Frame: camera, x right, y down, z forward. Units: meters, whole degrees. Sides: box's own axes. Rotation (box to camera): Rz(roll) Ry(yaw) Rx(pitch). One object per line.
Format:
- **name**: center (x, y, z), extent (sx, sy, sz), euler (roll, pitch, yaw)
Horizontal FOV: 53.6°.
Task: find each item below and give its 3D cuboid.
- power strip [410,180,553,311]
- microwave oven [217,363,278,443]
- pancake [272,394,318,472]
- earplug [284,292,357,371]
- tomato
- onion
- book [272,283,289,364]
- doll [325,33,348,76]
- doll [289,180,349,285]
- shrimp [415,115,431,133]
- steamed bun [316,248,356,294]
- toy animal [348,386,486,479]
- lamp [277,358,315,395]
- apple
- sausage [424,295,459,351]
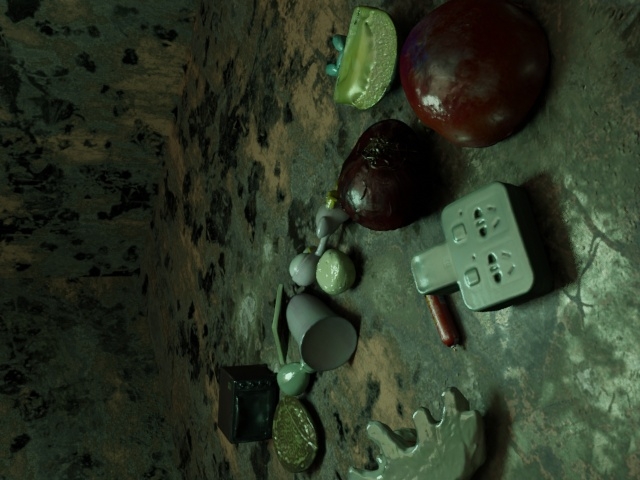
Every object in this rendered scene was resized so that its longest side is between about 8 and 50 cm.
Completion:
- **power strip**: center (0.329, 0.035, 1.294), extent (0.261, 0.141, 0.230), euler (-30, 63, 42)
- **microwave oven**: center (-0.259, 0.586, 2.279), extent (0.188, 0.178, 0.248), euler (12, 100, 61)
- **pancake**: center (-0.089, 0.624, 2.038), extent (0.250, 0.031, 0.250), euler (-2, 87, 53)
- **earplug**: center (-0.026, 0.242, 1.896), extent (0.301, 0.172, 0.172), euler (-137, 53, -62)
- **tomato**: center (0.283, -0.365, 1.278), extent (0.289, 0.176, 0.335), euler (-41, 55, 40)
- **onion**: center (0.154, -0.155, 1.509), extent (0.221, 0.281, 0.281), euler (0, 89, 18)
- **book**: center (-0.122, 0.268, 2.003), extent (0.232, 0.022, 0.162), euler (83, -169, -51)
- **doll**: center (0.078, -0.526, 1.810), extent (0.159, 0.059, 0.159), euler (58, 137, 48)
- **doll**: center (0.001, 0.001, 1.866), extent (0.365, 0.094, 0.160), euler (-63, -5, 32)
- **shrimp**: center (0.244, -0.350, 1.513), extent (0.166, 0.049, 0.161), euler (53, 131, 51)
- **steamed bun**: center (0.052, 0.091, 1.807), extent (0.112, 0.090, 0.130), euler (37, 121, 47)
- **toy animal**: center (0.248, 0.447, 1.407), extent (0.266, 0.188, 0.308), euler (22, 98, 38)
- **lamp**: center (-0.065, 0.423, 2.018), extent (0.193, 0.106, 0.106), euler (-47, 49, 38)
- **apple**: center (0.146, -0.456, 1.627), extent (0.193, 0.120, 0.265), euler (41, 128, 39)
- **sausage**: center (0.279, 0.185, 1.435), extent (0.050, 0.048, 0.145), euler (122, 137, -52)
